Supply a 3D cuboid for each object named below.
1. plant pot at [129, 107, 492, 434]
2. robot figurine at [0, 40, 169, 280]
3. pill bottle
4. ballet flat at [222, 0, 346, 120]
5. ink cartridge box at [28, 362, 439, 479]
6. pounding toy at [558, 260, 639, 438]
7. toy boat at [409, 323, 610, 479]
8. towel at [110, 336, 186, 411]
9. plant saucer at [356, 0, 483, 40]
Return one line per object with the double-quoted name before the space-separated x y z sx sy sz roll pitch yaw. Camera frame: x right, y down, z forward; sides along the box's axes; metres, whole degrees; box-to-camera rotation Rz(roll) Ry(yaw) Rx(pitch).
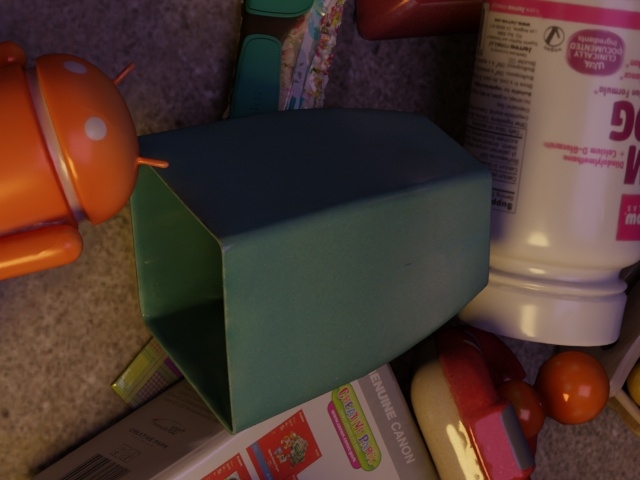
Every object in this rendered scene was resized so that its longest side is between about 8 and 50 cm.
"plant pot" 0.000 0.000 1.314 0.234 0.166 0.165 -18 127 -23
"robot figurine" -0.221 -0.055 1.230 0.219 0.158 0.128 -18 112 -4
"pill bottle" 0.195 -0.067 1.441 0.160 0.160 0.283 2 100 -31
"ballet flat" -0.021 -0.162 1.400 0.077 0.091 0.241 14 92 -61
"ink cartridge box" -0.036 0.257 1.383 0.272 0.130 0.309 -32 113 -24
"pounding toy" 0.353 0.071 1.591 0.155 0.154 0.269 47 72 -26
"toy boat" 0.159 0.135 1.432 0.151 0.231 0.151 -21 94 4
"towel" -0.120 0.120 1.396 0.083 0.009 0.060 47 72 -25
"plant saucer" 0.144 -0.304 1.493 0.258 0.048 0.259 -8 99 -30
